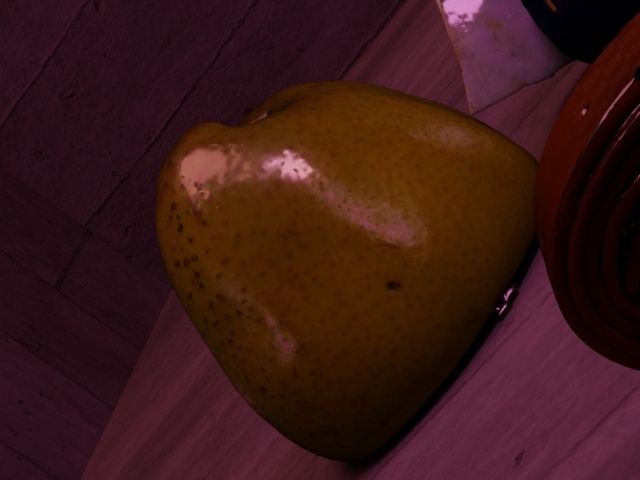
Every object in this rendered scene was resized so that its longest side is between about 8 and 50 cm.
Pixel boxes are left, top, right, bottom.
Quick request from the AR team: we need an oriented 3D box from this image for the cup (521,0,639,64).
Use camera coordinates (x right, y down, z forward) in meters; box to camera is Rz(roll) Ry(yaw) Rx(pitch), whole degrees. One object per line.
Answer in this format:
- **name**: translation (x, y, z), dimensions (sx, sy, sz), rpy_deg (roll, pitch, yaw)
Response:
- **cup**: translation (0.277, -0.245, 1.479), dimensions (0.255, 0.178, 0.256), rpy_deg (-59, 8, -36)

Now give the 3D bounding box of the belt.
- **belt**: translation (0.233, -0.044, 0.939), dimensions (0.261, 0.184, 0.105), rpy_deg (-41, 12, 12)

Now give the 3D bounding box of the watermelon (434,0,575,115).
- **watermelon**: translation (0.201, -0.231, 1.690), dimensions (0.260, 0.256, 0.176), rpy_deg (-83, 8, -69)

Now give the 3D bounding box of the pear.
- **pear**: translation (0.000, 0.000, 1.577), dimensions (0.342, 0.318, 0.238), rpy_deg (-54, 4, 11)
